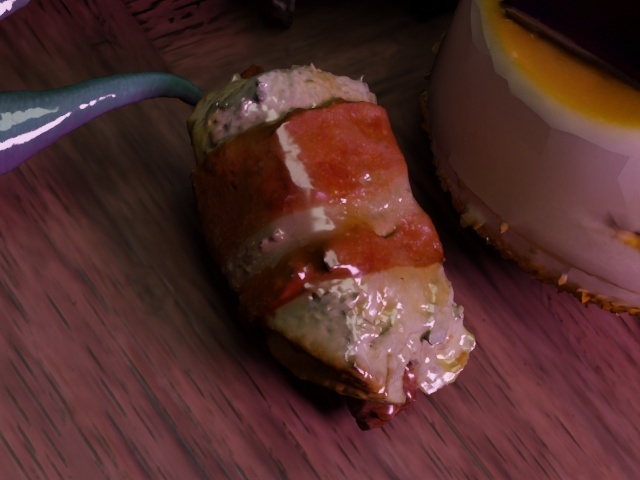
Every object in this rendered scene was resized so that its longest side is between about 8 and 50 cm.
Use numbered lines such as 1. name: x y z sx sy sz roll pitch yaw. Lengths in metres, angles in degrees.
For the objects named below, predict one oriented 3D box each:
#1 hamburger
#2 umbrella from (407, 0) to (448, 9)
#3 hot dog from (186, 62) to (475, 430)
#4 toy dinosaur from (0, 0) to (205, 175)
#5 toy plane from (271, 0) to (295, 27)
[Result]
1. hamburger: 0.203 -0.075 0.809 0.294 0.179 0.276 35 52 28
2. umbrella: 0.193 -0.250 0.941 0.326 0.094 0.090 -29 93 -15
3. hot dog: 0.000 0.000 0.731 0.146 0.103 0.213 4 63 -47
4. toy dinosaur: -0.280 -0.018 0.632 0.384 0.129 0.330 23 62 -9
5. toy plane: -0.098 -0.263 0.877 0.108 0.092 0.286 -42 79 -17
